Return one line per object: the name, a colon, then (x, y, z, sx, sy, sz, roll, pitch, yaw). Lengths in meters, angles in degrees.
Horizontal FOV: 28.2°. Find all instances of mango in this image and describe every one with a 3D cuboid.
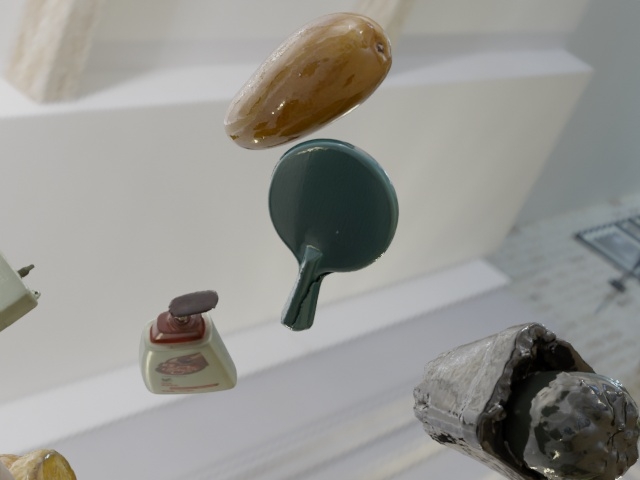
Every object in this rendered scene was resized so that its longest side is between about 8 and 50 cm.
mango: (-0.019, -0.140, 1.156, 0.184, 0.102, 0.085, -27, -57, 24)

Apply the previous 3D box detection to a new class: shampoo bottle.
shampoo bottle: (-0.200, 0.154, 1.924, 0.153, 0.071, 0.284, -1, -27, -5)

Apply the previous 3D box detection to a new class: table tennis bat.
table tennis bat: (0.000, 0.000, 1.154, 0.033, 0.124, 0.201, -47, -22, -55)

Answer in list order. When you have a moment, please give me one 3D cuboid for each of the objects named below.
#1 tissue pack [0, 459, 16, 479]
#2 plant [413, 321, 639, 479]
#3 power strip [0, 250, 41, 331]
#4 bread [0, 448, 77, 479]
tissue pack: (-0.258, 0.245, 0.914, 0.325, 0.071, 0.170, 69, -157, -45)
plant: (0.210, 0.171, 1.284, 0.164, 0.256, 0.142, 43, -108, -32)
power strip: (-0.543, 0.139, 1.730, 0.367, 0.106, 0.043, -36, -35, -13)
bread: (-0.288, 0.323, 1.178, 0.142, 0.270, 0.195, -11, -8, 6)
